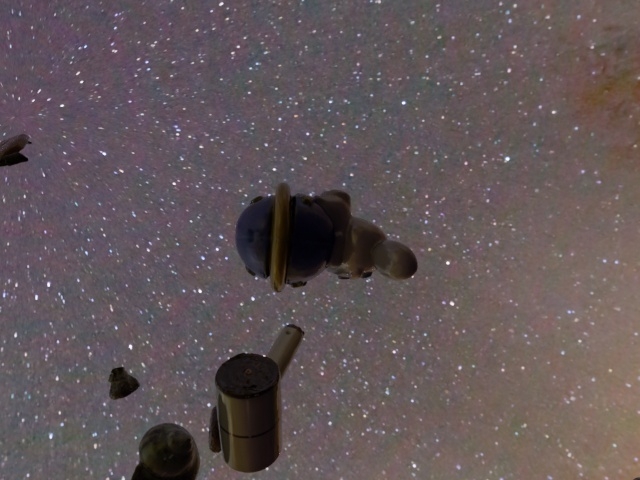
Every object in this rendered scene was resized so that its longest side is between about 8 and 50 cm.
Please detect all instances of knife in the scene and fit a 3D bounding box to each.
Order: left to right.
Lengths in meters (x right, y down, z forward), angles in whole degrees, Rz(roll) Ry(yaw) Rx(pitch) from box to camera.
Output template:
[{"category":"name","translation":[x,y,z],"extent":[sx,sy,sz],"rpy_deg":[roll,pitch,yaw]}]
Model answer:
[{"category":"knife","translation":[-0.605,-0.132,0.742],"extent":[0.222,0.021,0.045],"rpy_deg":[-9,-107,-5]}]

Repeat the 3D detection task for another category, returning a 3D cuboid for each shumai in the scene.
[{"category":"shumai","translation":[-0.570,0.402,1.263],"extent":[0.083,0.082,0.080],"rpy_deg":[-18,-77,-8]}]

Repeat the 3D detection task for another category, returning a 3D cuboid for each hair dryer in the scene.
[{"category":"hair dryer","translation":[-0.108,0.294,0.978],"extent":[0.362,0.128,0.203],"rpy_deg":[-55,-31,-62]}]

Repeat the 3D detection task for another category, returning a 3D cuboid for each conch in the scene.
[{"category":"conch","translation":[-0.322,0.473,0.902],"extent":[0.187,0.124,0.181],"rpy_deg":[-50,-32,-68]}]

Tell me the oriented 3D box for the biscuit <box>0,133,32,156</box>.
[{"category":"biscuit","translation":[-0.827,-0.208,1.117],"extent":[0.041,0.260,0.203],"rpy_deg":[58,-137,-33]}]

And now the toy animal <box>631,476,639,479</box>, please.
[{"category":"toy animal","translation":[0.339,0.297,0.451],"extent":[0.210,0.121,0.117],"rpy_deg":[-54,-22,4]}]

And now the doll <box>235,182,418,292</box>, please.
[{"category":"doll","translation":[-0.006,-0.013,0.701],"extent":[0.242,0.311,0.160],"rpy_deg":[-8,-89,-1]}]

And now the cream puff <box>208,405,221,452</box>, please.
[{"category":"cream puff","translation":[-0.325,0.620,1.456],"extent":[0.084,0.149,0.149],"rpy_deg":[7,-81,-14]}]
